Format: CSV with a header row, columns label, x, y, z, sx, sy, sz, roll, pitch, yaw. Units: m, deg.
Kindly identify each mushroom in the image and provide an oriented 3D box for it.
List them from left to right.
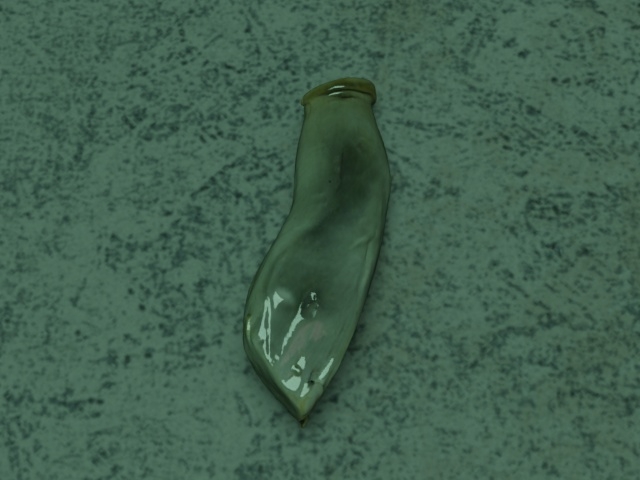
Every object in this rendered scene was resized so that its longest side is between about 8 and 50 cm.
label,x,y,z,sx,sy,sz,roll,pitch,yaw
mushroom,0.002,0.000,1.444,0.109,0.097,0.351,11,63,7
